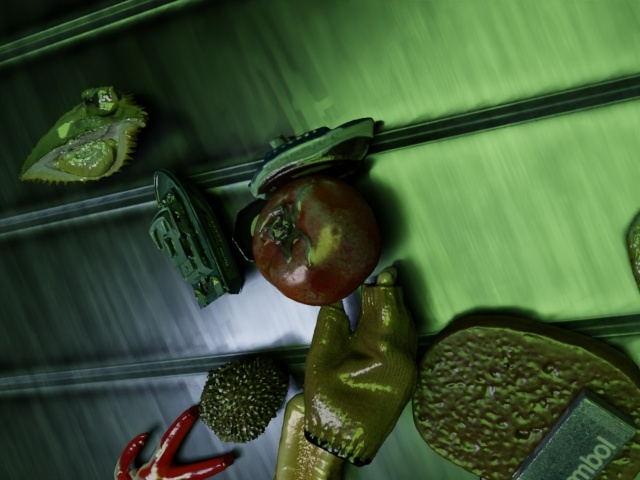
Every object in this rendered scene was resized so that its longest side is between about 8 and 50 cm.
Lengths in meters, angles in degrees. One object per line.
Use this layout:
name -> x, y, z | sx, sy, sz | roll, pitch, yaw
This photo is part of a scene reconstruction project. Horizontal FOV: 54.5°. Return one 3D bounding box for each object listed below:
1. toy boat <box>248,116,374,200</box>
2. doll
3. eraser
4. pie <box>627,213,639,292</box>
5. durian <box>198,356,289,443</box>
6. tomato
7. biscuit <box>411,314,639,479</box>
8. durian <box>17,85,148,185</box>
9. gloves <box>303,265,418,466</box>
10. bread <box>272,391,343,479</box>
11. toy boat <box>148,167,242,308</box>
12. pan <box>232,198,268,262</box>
toy boat -> -0.020, -0.159, 1.144 | 0.262, 0.114, 0.115 | -16, 58, 21
doll -> -0.371, 0.526, 1.368 | 0.384, 0.099, 0.188 | -41, 83, 17
eraser -> 0.404, 0.346, 1.006 | 0.092, 0.046, 0.212 | 34, 112, 12
pie -> 0.600, 0.019, 0.962 | 0.241, 0.054, 0.240 | 4, 100, 21
durian -> -0.144, 0.306, 1.219 | 0.196, 0.196, 0.167 | -30, 107, 21
tomato -> 0.003, 0.002, 1.077 | 0.232, 0.189, 0.231 | -7, 78, 37
biscuit -> 0.353, 0.304, 1.082 | 0.395, 0.070, 0.350 | 20, 108, 16
durian -> -0.463, -0.220, 1.260 | 0.307, 0.166, 0.172 | -16, 89, 21
gloves -> 0.076, 0.216, 1.108 | 0.203, 0.155, 0.356 | 14, 89, 36
bread -> -0.022, 0.448, 1.225 | 0.142, 0.091, 0.305 | 18, 103, 24
toy boat -> -0.263, -0.012, 1.239 | 0.114, 0.122, 0.296 | -33, 82, 44
pan -> -0.065, -0.012, 1.205 | 0.202, 0.048, 0.128 | 13, 101, 0
